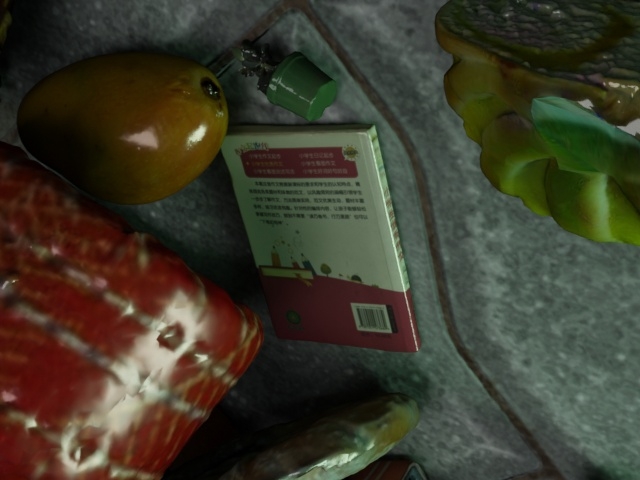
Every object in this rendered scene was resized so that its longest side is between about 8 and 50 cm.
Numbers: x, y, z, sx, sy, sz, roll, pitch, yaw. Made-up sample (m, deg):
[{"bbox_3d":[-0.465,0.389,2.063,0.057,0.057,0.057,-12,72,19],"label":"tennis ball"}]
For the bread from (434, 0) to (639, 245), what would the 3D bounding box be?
[{"bbox_3d":[0.196,-0.068,0.675,0.261,0.158,0.156,18,131,26],"label":"bread"}]

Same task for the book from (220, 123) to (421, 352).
[{"bbox_3d":[0.000,0.000,0.934,0.162,0.022,0.231,2,120,30],"label":"book"}]

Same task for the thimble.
[{"bbox_3d":[-0.246,0.072,0.898,0.350,0.230,0.350,33,171,6],"label":"thimble"}]

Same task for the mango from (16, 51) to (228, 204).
[{"bbox_3d":[-0.193,-0.103,0.925,0.253,0.113,0.138,3,93,35],"label":"mango"}]

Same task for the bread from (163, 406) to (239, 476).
[{"bbox_3d":[-0.198,0.265,1.171,0.244,0.123,0.190,-29,99,41],"label":"bread"}]

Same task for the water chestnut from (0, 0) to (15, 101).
[{"bbox_3d":[-0.418,-0.201,0.930,0.351,0.350,0.302,-8,156,37],"label":"water chestnut"}]

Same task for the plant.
[{"bbox_3d":[-0.037,-0.143,0.848,0.102,0.051,0.051,34,132,18],"label":"plant"}]

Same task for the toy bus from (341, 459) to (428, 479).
[{"bbox_3d":[-0.035,0.408,0.955,0.233,0.427,0.203,-9,114,40],"label":"toy bus"}]

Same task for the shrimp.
[{"bbox_3d":[-0.107,0.256,0.953,0.446,0.221,0.109,-27,82,5],"label":"shrimp"}]
